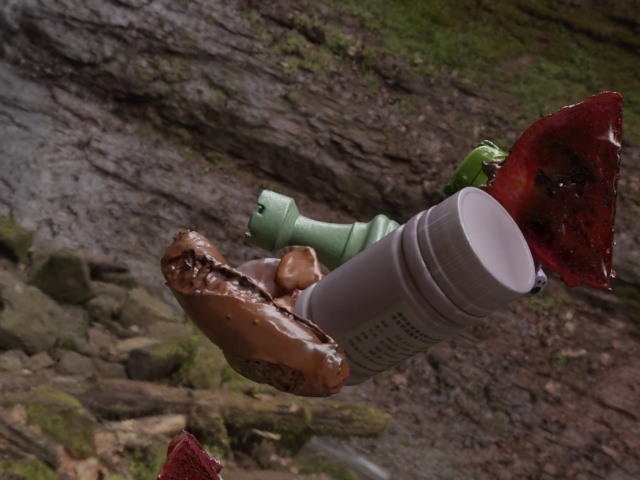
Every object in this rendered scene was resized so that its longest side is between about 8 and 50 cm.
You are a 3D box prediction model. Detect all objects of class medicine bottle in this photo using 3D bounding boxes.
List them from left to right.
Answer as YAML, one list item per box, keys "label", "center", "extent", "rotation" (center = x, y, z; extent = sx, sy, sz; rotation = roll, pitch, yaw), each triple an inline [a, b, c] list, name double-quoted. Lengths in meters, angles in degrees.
- label: "medicine bottle"
  center: [0.095, 0.056, 0.830]
  extent: [0.133, 0.249, 0.133]
  rotation: [29, 42, -30]

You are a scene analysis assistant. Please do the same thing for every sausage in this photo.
- label: "sausage"
  center: [-0.090, 0.074, 0.814]
  extent: [0.087, 0.079, 0.326]
  rotation: [-21, 34, -29]

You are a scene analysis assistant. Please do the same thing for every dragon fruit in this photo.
- label: "dragon fruit"
  center: [-0.287, 0.563, 1.745]
  extent: [0.274, 0.126, 0.161]
  rotation: [58, -4, -12]
- label: "dragon fruit"
  center: [0.320, -0.071, 1.065]
  extent: [0.211, 0.262, 0.134]
  rotation: [8, 0, 14]

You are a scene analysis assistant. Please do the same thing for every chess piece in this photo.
- label: "chess piece"
  center: [0.000, 0.000, 1.577]
  extent: [0.298, 0.195, 0.194]
  rotation: [21, -1, 1]

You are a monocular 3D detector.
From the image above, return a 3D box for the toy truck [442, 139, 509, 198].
- label: "toy truck"
  center: [0.344, -0.089, 1.439]
  extent: [0.187, 0.148, 0.210]
  rotation: [39, 2, -17]

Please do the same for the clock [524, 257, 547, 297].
- label: "clock"
  center: [0.406, 0.039, 1.709]
  extent: [0.227, 0.248, 0.090]
  rotation: [-13, 44, -10]

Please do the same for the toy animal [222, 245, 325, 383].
- label: "toy animal"
  center: [-0.079, 0.133, 1.157]
  extent: [0.168, 0.196, 0.281]
  rotation: [12, -30, 6]
